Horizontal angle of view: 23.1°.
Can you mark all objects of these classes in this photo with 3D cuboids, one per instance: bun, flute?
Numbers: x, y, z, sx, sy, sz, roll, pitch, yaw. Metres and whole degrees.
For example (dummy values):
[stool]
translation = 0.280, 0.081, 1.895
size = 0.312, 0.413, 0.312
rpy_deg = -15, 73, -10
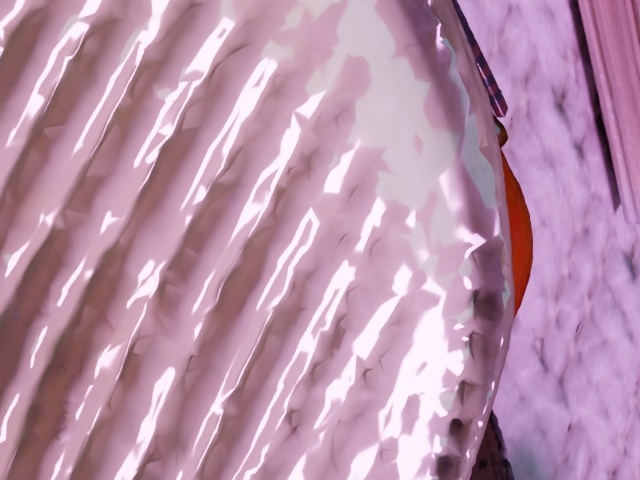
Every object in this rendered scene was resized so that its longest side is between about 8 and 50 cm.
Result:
[bun]
translation = -0.091, 0.002, 0.400
size = 0.146, 0.287, 0.287
rpy_deg = -129, -143, -75
[flute]
translation = 0.047, -0.147, 0.771
size = 0.269, 0.014, 0.014
rpy_deg = 55, 50, -47

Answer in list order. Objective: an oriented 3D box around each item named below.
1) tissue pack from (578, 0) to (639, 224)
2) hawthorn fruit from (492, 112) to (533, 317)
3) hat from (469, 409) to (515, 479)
[tissue pack]
translation = 0.214, -0.181, 0.981
size = 0.170, 0.071, 0.325
rpy_deg = -53, 136, -37
[hawthorn fruit]
translation = 0.000, 0.000, 0.559
size = 0.188, 0.169, 0.169
rpy_deg = -27, 122, -20
[hat]
translation = 0.008, 0.165, 0.629
size = 0.265, 0.128, 0.265
rpy_deg = 180, -90, -84
